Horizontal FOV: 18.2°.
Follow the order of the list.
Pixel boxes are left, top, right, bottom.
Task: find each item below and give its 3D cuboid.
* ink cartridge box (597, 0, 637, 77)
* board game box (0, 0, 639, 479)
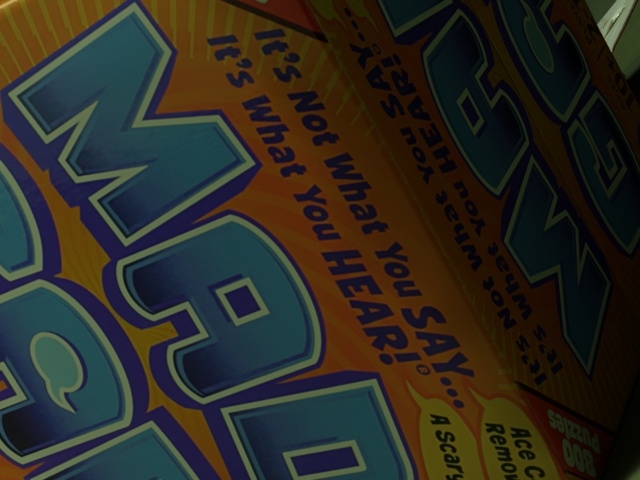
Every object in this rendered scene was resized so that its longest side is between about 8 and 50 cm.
[{"bbox_3d":[0.241,-0.123,1.907,0.261,0.066,0.296,-48,4,31],"label":"ink cartridge box"},{"bbox_3d":[-0.042,-0.032,1.165,0.356,0.356,0.356,-22,16,28],"label":"board game box"}]
